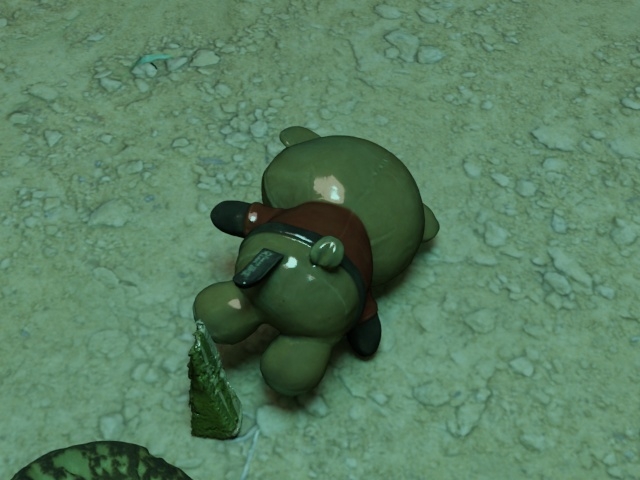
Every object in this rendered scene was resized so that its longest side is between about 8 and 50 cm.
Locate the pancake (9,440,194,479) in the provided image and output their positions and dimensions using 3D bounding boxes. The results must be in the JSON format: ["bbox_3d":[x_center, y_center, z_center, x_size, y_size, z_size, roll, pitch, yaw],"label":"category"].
[{"bbox_3d":[-0.151,0.295,0.736,0.288,0.033,0.286,45,23,0],"label":"pancake"}]

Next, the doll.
[{"bbox_3d":[0.000,0.000,0.971,0.235,0.174,0.330,33,42,-1],"label":"doll"}]

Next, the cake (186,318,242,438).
[{"bbox_3d":[-0.120,0.140,0.890,0.055,0.140,0.051,-5,40,13],"label":"cake"}]
